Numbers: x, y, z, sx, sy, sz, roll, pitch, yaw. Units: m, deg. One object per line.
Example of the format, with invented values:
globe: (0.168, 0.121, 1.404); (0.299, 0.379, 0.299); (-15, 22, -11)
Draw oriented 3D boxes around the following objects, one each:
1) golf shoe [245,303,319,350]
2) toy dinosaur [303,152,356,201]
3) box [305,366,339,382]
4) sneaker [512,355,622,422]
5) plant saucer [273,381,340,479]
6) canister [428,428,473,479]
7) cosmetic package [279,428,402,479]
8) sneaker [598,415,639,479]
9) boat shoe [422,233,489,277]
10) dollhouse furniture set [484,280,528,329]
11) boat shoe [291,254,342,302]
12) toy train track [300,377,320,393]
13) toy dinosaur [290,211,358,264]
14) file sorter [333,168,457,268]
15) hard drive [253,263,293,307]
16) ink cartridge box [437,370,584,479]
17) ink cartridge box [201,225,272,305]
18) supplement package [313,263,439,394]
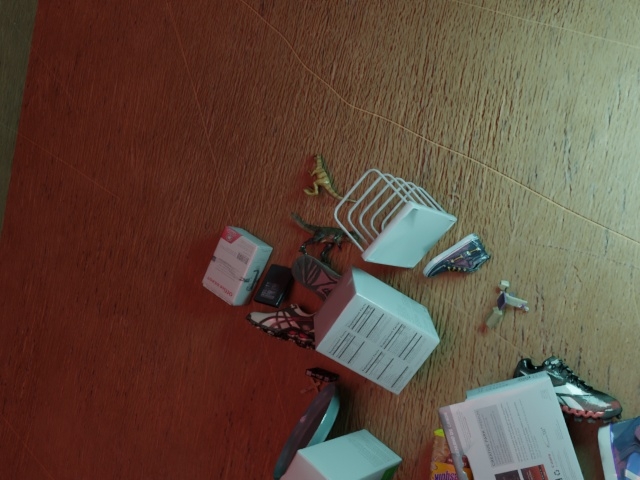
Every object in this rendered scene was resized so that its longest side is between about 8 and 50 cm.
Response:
golf shoe: (-0.107, 0.255, 2.136); (0.272, 0.105, 0.120); (13, 73, 29)
toy dinosaur: (0.008, -0.175, 2.100); (0.112, 0.064, 0.212); (-37, 69, 23)
box: (0.006, 0.405, 2.058); (0.083, 0.067, 0.018); (13, 92, 31)
sneaker: (0.600, 0.360, 1.679); (0.276, 0.097, 0.135); (10, 94, 33)
plant saucer: (-0.031, 0.555, 1.959); (0.043, 0.317, 0.318); (35, 107, -4)
canister: (0.354, 0.605, 1.829); (0.126, 0.073, 0.170); (5, 88, 31)
cosmetic package: (0.045, 0.655, 1.842); (0.155, 0.365, 0.197); (33, 105, 29)
sneaker: (0.781, 0.557, 1.535); (0.236, 0.130, 0.323); (-18, 72, 33)
boat shoe: (0.368, 0.066, 1.861); (0.183, 0.065, 0.083); (-39, 67, 22)
dollhouse furniture set: (0.493, 0.182, 1.810); (0.081, 0.091, 0.114); (19, 127, -8)
boat shoe: (0.052, 0.158, 2.039); (0.320, 0.103, 0.118); (36, 95, 23)
toy train track: (-0.028, 0.453, 2.109); (0.083, 0.014, 0.048); (-33, 77, 31)
toy dinosaur: (0.000, 0.000, 2.095); (0.268, 0.064, 0.118); (17, 81, 32)
file sorter: (0.201, -0.060, 1.854); (0.193, 0.277, 0.173); (-49, 60, 19)
hard drive: (-0.144, 0.142, 2.159); (0.094, 0.022, 0.135); (12, 64, 32)
ink cartridge box: (0.449, 0.495, 1.601); (0.271, 0.130, 0.310); (-17, 83, 13)
ink cartridge box: (-0.275, 0.084, 2.238); (0.158, 0.092, 0.218); (31, 101, 29)
supplement package: (0.143, 0.237, 1.840); (0.262, 0.199, 0.198); (31, 106, -12)
